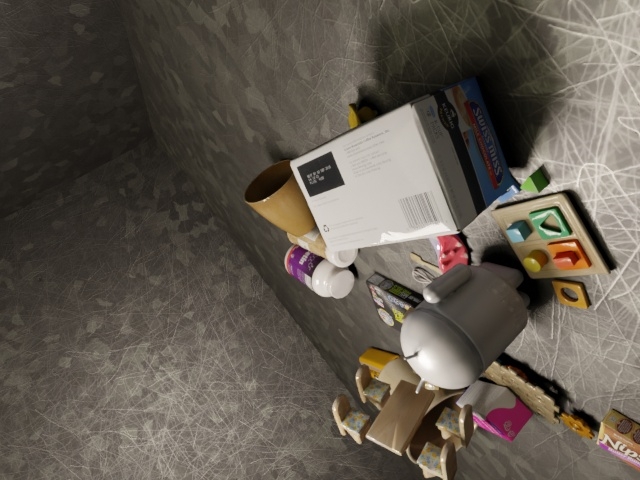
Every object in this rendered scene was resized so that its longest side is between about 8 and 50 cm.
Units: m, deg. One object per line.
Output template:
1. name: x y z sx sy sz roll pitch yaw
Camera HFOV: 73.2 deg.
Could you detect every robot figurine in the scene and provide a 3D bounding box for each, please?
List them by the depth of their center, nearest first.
1. robot figurine: 0.327 0.195 0.994 0.199 0.353 0.300 14 137 60

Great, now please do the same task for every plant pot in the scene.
1. plant pot: 0.389 0.612 1.658 0.305 0.333 0.334 44 161 56
2. plant pot: -0.126 -0.142 1.679 0.237 0.237 0.254 23 157 54

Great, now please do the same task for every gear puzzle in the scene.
1. gear puzzle: 0.602 0.427 1.218 0.339 0.044 0.175 33 158 46

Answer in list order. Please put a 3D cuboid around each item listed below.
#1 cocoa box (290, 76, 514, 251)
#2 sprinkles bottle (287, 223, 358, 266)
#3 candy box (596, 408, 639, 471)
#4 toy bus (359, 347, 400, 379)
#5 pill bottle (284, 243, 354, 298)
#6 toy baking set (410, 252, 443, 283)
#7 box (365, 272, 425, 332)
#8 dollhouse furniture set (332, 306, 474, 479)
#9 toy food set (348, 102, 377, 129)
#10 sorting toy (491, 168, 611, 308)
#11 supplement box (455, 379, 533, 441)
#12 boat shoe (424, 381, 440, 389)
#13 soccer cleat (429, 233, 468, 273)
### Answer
1. cocoa box: 0.154 -0.139 0.877 0.347 0.228 0.232 -12 105 51
2. sprinkles bottle: 0.000 0.000 1.733 0.355 0.121 0.121 25 146 53
3. candy box: 0.746 0.485 0.986 0.186 0.053 0.109 30 149 45
4. toy bus: 0.316 0.603 2.036 0.130 0.108 0.332 58 160 -6
5. pill bottle: -0.004 0.125 1.856 0.323 0.181 0.182 28 148 48
6. toy baking set: 0.362 0.148 1.308 0.256 0.030 0.196 57 160 -10
7. box: 0.298 0.255 1.578 0.270 0.060 0.216 26 145 51
8. dollhouse furniture set: 0.281 0.442 1.318 0.362 0.394 0.257 11 130 38
9. toy food set: 0.134 -0.258 1.119 0.128 0.071 0.218 -114 2 -58
10. sorting toy: 0.448 0.006 0.869 0.348 0.047 0.196 56 160 -7
11. supplement box: 0.540 0.527 1.359 0.111 0.114 0.220 45 167 5
12. boat shoe: 0.428 0.473 1.521 0.059 0.170 0.063 5 117 38
13. soccer cleat: 0.317 -0.006 1.119 0.248 0.083 0.095 59 -171 -27
